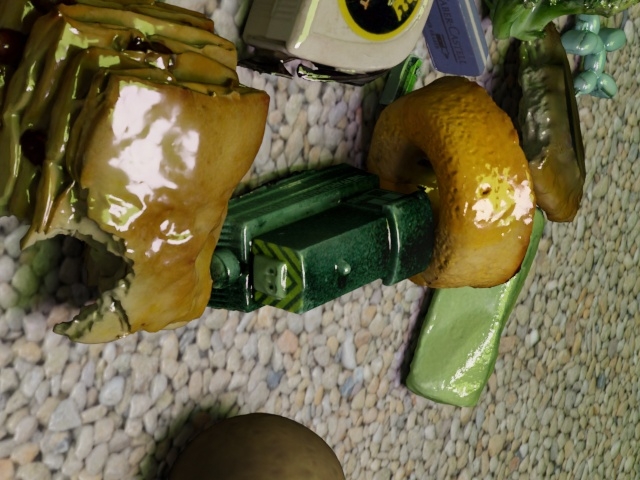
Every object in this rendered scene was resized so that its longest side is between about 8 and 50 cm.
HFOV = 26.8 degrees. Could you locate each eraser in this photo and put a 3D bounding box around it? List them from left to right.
[{"bbox_3d":[0.173,-0.329,1.875,0.036,0.082,0.225,-52,137,-30],"label":"eraser"}]

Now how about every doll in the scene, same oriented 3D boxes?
[{"bbox_3d":[0.453,-0.317,2.250,0.158,0.059,0.159,-10,110,-50],"label":"doll"}]

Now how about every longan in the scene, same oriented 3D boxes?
[{"bbox_3d":[-0.069,0.326,1.655,0.246,0.246,0.215,-12,141,-49],"label":"longan"}]

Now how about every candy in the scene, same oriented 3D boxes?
[{"bbox_3d":[0.238,0.088,2.068,0.142,0.132,0.343,151,-40,-83],"label":"candy"}]

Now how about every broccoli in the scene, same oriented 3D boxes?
[{"bbox_3d":[0.345,-0.404,1.959,0.294,0.265,0.245,-41,169,-45],"label":"broccoli"}]

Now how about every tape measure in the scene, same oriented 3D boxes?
[{"bbox_3d":[0.030,-0.298,1.672,0.231,0.133,0.271,21,87,-45],"label":"tape measure"}]

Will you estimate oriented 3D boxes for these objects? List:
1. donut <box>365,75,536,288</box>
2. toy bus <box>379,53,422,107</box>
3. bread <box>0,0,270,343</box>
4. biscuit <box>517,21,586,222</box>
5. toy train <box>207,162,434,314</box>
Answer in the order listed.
[{"bbox_3d":[0.158,-0.065,1.798,0.110,0.303,0.303,-15,115,-27],"label":"donut"},{"bbox_3d":[0.113,-0.221,1.876,0.037,0.031,0.083,26,82,-45],"label":"toy bus"},{"bbox_3d":[-0.203,-0.069,1.399,0.314,0.191,0.370,-2,104,-52],"label":"bread"},{"bbox_3d":[0.357,-0.195,2.076,0.329,0.078,0.335,11,71,-70],"label":"biscuit"},{"bbox_3d":[0.000,0.000,1.686,0.330,0.178,0.138,-23,119,-47],"label":"toy train"}]
